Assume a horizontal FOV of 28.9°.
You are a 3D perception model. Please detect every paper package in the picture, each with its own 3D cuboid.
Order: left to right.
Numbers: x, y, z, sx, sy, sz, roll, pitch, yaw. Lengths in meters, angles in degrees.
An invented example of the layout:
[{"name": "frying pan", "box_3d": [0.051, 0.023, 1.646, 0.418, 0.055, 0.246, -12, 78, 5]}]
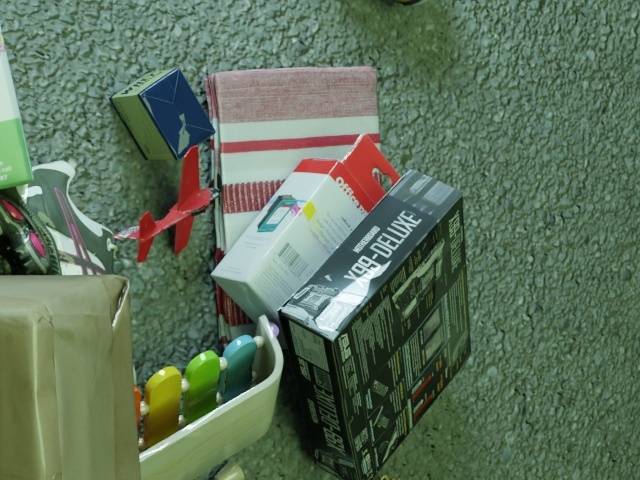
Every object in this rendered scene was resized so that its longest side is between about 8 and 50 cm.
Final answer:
[{"name": "paper package", "box_3d": [-0.332, 0.188, 1.104, 0.168, 0.324, 0.309, -12, 100, -69]}]

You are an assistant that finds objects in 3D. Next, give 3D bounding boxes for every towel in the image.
[{"name": "towel", "box_3d": [-0.024, -0.040, 1.479, 0.237, 0.037, 0.329, -7, 98, -35]}]

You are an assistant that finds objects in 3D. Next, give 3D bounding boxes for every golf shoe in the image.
[{"name": "golf shoe", "box_3d": [-0.248, 0.048, 1.300, 0.120, 0.105, 0.273, -39, 113, -33]}]

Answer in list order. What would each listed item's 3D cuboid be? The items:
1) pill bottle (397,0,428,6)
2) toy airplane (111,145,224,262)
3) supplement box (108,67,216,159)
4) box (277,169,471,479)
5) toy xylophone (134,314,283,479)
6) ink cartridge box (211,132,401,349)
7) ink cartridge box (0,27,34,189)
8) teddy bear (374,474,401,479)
[{"name": "pill bottle", "box_3d": [0.069, -0.366, 1.481, 0.184, 0.103, 0.103, 29, 77, -31]}, {"name": "toy airplane", "box_3d": [-0.158, -0.029, 1.341, 0.151, 0.028, 0.151, -38, 150, -27]}, {"name": "supplement box", "box_3d": [-0.172, -0.136, 1.348, 0.056, 0.083, 0.083, -39, 112, -25]}, {"name": "box", "box_3d": [0.075, 0.108, 1.426, 0.242, 0.076, 0.307, -47, 147, -28]}, {"name": "toy xylophone", "box_3d": [-0.168, 0.221, 1.332, 0.322, 0.081, 0.236, -23, 148, -35]}, {"name": "ink cartridge box", "box_3d": [0.000, 0.000, 1.429, 0.231, 0.078, 0.134, -52, 121, -21]}, {"name": "ink cartridge box", "box_3d": [-0.398, -0.171, 1.155, 0.201, 0.117, 0.278, -13, 100, -15]}, {"name": "teddy bear", "box_3d": [0.056, 0.417, 1.522, 0.338, 0.113, 0.245, -17, 96, -23]}]
